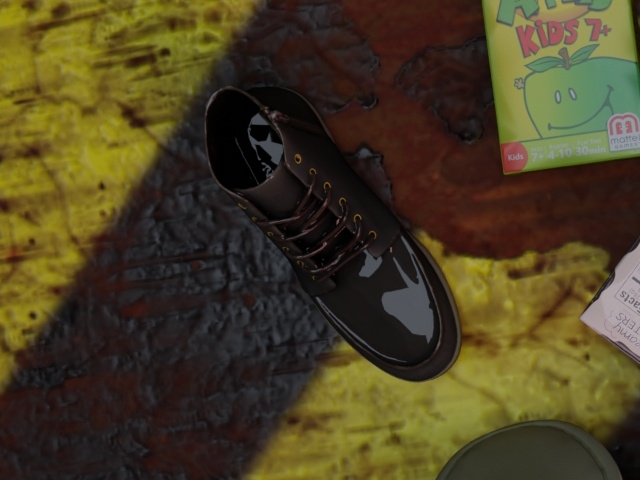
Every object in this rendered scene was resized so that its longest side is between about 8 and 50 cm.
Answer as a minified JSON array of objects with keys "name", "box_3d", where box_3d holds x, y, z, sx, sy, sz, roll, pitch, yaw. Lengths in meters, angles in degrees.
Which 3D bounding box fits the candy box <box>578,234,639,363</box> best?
[{"name":"candy box","box_3d":[0.245,-0.015,1.096,0.070,0.165,0.196,37,101,14]}]

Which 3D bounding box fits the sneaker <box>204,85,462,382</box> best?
[{"name":"sneaker","box_3d":[0.000,0.000,1.189,0.083,0.118,0.222,-39,81,13]}]

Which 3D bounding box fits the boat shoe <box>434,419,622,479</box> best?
[{"name":"boat shoe","box_3d":[0.143,0.219,1.073,0.127,0.340,0.113,-22,112,-2]}]

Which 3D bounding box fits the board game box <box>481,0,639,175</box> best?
[{"name":"board game box","box_3d":[0.151,-0.136,1.183,0.092,0.043,0.181,-7,89,16]}]
